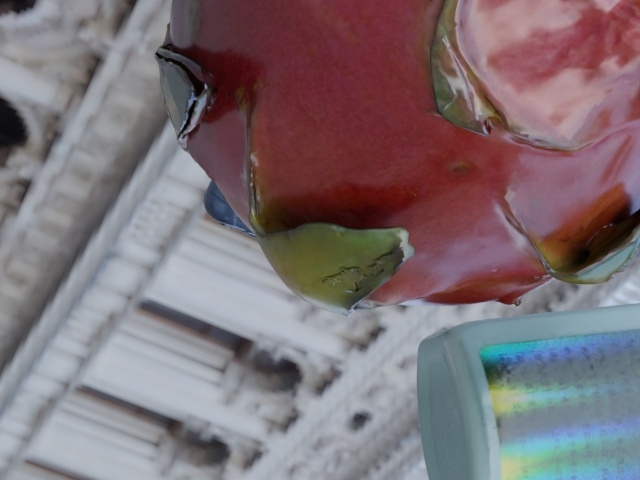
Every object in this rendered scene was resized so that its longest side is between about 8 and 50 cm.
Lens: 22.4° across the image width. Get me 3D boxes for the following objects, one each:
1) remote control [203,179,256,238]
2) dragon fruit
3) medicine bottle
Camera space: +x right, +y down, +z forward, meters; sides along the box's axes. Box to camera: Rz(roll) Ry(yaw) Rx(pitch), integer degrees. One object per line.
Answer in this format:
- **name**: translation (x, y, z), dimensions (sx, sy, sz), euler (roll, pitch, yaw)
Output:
- **remote control**: translation (0.001, -0.001, 0.971), dimensions (0.043, 0.152, 0.027), euler (-108, -139, -71)
- **dragon fruit**: translation (0.068, -0.112, 0.773), dimensions (0.226, 0.305, 0.305), euler (136, -24, -84)
- **medicine bottle**: translation (0.174, 0.098, 0.919), dimensions (0.083, 0.228, 0.121), euler (146, -63, -69)
